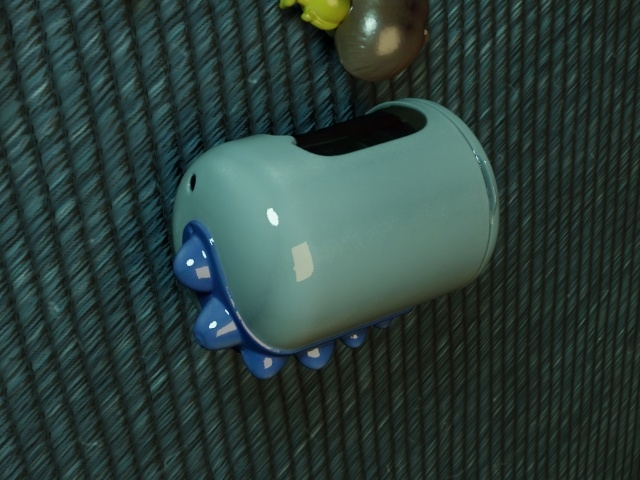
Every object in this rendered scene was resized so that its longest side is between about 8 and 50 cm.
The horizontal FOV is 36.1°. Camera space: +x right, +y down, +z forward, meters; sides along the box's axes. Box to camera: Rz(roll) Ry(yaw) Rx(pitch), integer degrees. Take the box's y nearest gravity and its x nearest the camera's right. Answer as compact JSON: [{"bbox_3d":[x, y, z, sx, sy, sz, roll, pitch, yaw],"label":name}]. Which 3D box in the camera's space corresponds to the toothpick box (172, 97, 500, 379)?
[{"bbox_3d":[0.000,0.000,1.068,0.354,0.263,0.263,-17,120,-35],"label":"toothpick box"}]

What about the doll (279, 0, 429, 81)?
[{"bbox_3d":[0.044,-0.265,1.103,0.188,0.096,0.145,38,66,-20],"label":"doll"}]
